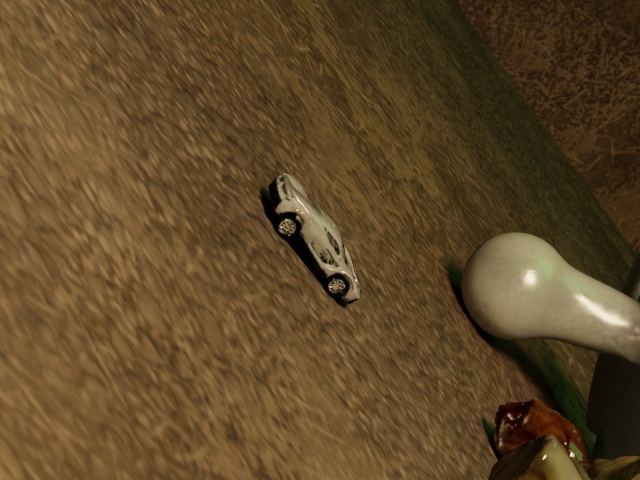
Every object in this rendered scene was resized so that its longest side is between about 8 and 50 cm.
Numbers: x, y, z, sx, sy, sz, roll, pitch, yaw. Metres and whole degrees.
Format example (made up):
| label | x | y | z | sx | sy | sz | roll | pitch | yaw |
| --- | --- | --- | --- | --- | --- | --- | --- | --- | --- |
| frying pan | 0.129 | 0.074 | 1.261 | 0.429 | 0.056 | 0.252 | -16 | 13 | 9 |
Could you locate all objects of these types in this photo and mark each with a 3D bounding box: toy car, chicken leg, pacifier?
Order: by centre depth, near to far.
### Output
| label | x | y | z | sx | sy | sz | roll | pitch | yaw |
| --- | --- | --- | --- | --- | --- | --- | --- | --- | --- |
| toy car | 0.000 | 0.000 | 1.142 | 0.093 | 0.025 | 0.041 | 50 | 15 | -28 |
| chicken leg | 0.223 | 0.218 | 1.356 | 0.304 | 0.093 | 0.113 | 44 | -1 | -21 |
| pacifier | 0.217 | 0.074 | 1.519 | 0.233 | 0.244 | 0.299 | 25 | 12 | -4 |

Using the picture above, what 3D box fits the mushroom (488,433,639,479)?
| label | x | y | z | sx | sy | sz | roll | pitch | yaw |
| --- | --- | --- | --- | --- | --- | --- | --- | --- | --- |
| mushroom | 0.235 | 0.217 | 1.141 | 0.292 | 0.212 | 0.217 | 52 | 19 | 7 |
